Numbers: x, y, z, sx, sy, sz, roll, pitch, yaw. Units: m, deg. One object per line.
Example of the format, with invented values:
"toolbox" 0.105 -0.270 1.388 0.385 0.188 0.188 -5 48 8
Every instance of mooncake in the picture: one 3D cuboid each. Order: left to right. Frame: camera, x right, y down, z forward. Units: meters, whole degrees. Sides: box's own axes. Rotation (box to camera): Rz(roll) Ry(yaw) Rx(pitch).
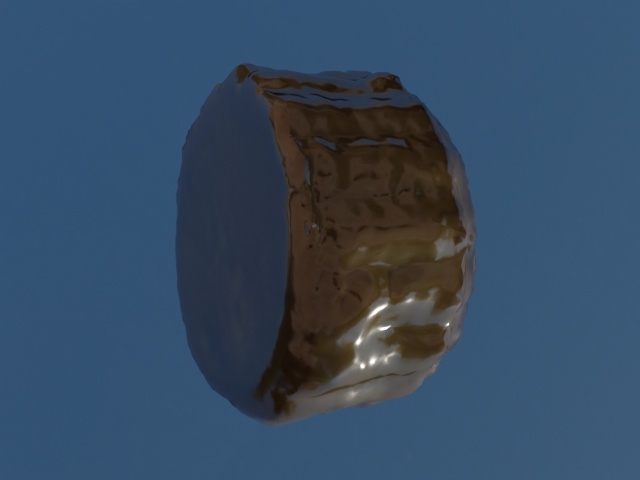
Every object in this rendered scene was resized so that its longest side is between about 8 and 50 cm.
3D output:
"mooncake" -0.001 0.001 1.327 0.187 0.324 0.324 -2 -114 -27
